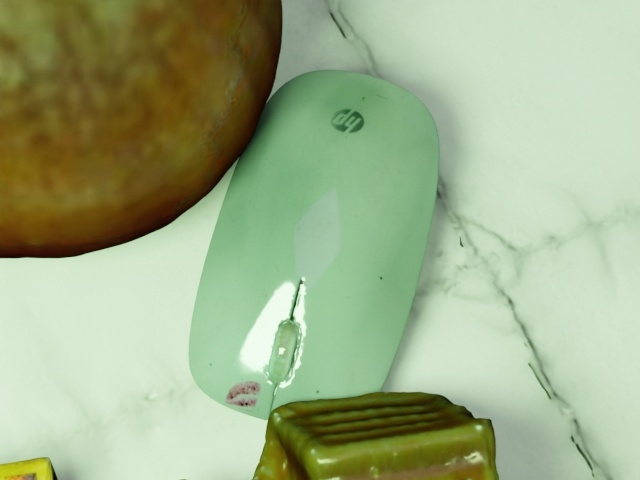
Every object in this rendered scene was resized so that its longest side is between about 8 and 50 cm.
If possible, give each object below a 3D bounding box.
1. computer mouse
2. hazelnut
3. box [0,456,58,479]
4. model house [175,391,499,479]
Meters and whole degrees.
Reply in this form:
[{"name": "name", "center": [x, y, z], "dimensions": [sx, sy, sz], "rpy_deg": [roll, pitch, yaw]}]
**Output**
[{"name": "computer mouse", "center": [0.001, -0.003, 1.283], "dimensions": [0.159, 0.097, 0.288], "rpy_deg": [15, 64, 4]}, {"name": "hazelnut", "center": [-0.231, -0.176, 1.245], "dimensions": [0.409, 0.359, 0.359], "rpy_deg": [2, 63, -10]}, {"name": "box", "center": [-0.254, 0.310, 1.130], "dimensions": [0.193, 0.084, 0.301], "rpy_deg": [-9, 64, -5]}, {"name": "model house", "center": [0.001, 0.195, 1.139], "dimensions": [0.268, 0.173, 0.239], "rpy_deg": [-7, 48, -3]}]
